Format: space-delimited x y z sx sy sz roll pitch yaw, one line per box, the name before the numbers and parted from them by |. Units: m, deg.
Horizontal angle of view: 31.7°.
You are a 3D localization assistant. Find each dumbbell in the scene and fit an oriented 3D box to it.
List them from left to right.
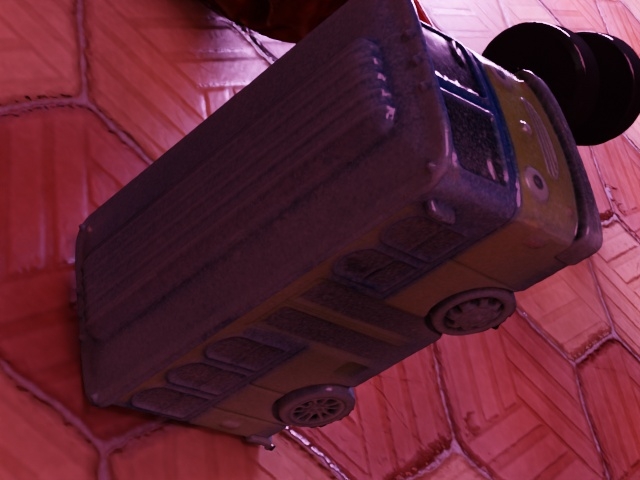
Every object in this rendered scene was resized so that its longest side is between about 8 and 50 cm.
dumbbell | 0.310 -0.196 1.446 0.218 0.152 0.152 -8 66 -54

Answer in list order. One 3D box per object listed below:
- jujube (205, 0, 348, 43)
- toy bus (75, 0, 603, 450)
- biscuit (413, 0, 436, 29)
jujube | -0.052 -0.372 1.050 0.276 0.276 0.377 -10 67 -54
toy bus | 0.000 0.000 0.730 0.190 0.312 0.152 24 43 -41
biscuit | 0.111 -0.302 1.412 0.292 0.026 0.048 62 14 12
